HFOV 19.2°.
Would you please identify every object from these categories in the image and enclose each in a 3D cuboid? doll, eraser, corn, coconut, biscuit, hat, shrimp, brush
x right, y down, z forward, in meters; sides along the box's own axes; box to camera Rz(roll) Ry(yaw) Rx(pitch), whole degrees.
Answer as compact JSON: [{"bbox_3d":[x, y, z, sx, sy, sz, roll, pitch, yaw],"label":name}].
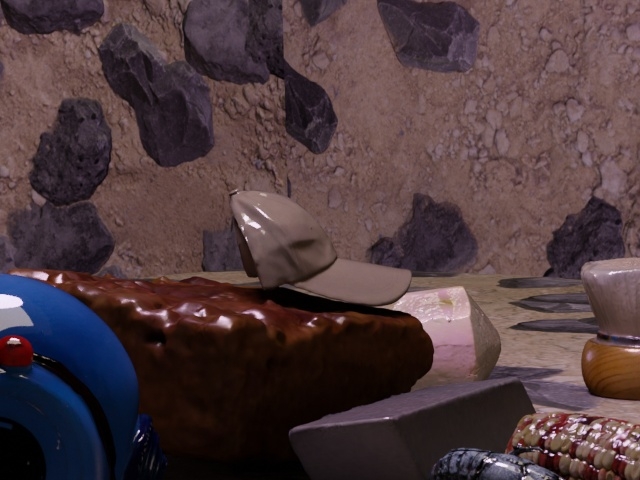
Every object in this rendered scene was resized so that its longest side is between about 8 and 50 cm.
[{"bbox_3d":[-0.254,0.149,1.471,0.284,0.240,0.310,22,0,-9],"label":"doll"},{"bbox_3d":[0.100,0.185,1.796,0.111,0.077,0.352,-8,-1,28],"label":"eraser"},{"bbox_3d":[0.263,0.195,1.608,0.086,0.086,0.253,-4,5,-40],"label":"corn"},{"bbox_3d":[0.140,0.131,2.270,0.152,0.147,0.147,-4,3,0],"label":"coconut"},{"bbox_3d":[-0.117,0.126,1.915,0.342,0.166,0.395,6,0,35],"label":"biscuit"},{"bbox_3d":[0.000,0.000,1.984,0.173,0.144,0.166,-13,8,-9],"label":"hat"},{"bbox_3d":[0.146,0.207,1.588,0.174,0.076,0.082,2,27,47],"label":"shrimp"},{"bbox_3d":[0.453,0.108,2.347,0.266,0.166,0.174,2,4,13],"label":"brush"}]
